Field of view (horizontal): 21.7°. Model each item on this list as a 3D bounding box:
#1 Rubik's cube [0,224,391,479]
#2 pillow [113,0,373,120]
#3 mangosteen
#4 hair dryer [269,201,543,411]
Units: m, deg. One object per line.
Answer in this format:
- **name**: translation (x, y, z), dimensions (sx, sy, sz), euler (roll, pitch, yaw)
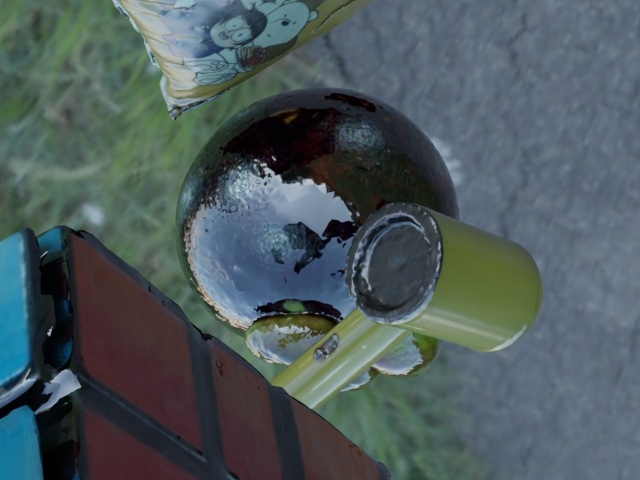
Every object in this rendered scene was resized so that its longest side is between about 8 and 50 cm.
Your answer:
- **Rubik's cube**: translation (-0.127, 0.212, 0.763), dimensions (0.288, 0.283, 0.293), euler (-31, 130, 18)
- **pillow**: translation (-0.039, -0.254, 1.392), dimensions (0.119, 0.312, 0.310), euler (54, 176, 27)
- **mangosteen**: translation (0.000, 0.000, 1.566), dimensions (0.288, 0.288, 0.288), euler (16, 138, 15)
- **hair dryer**: translation (0.031, 0.084, 1.268), dimensions (0.278, 0.090, 0.135), euler (-41, 143, 27)
